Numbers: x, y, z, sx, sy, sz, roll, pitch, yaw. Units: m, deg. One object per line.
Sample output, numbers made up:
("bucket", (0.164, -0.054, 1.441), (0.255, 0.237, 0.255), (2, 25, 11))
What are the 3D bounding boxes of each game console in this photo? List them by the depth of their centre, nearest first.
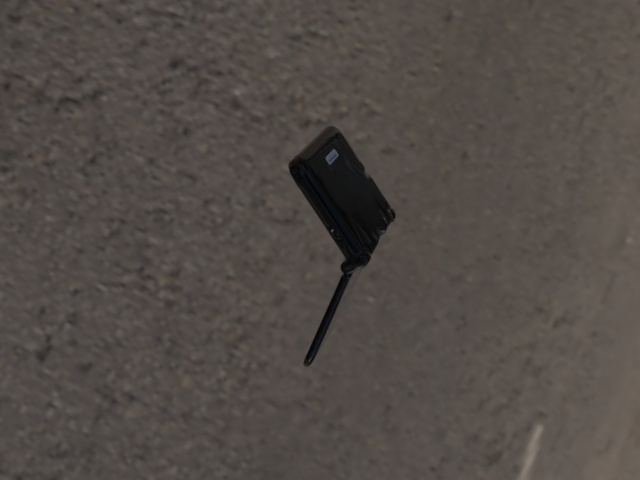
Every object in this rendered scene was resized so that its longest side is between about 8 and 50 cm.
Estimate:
("game console", (0.000, 0.000, 0.935), (0.071, 0.107, 0.122), (-32, -173, 16))
